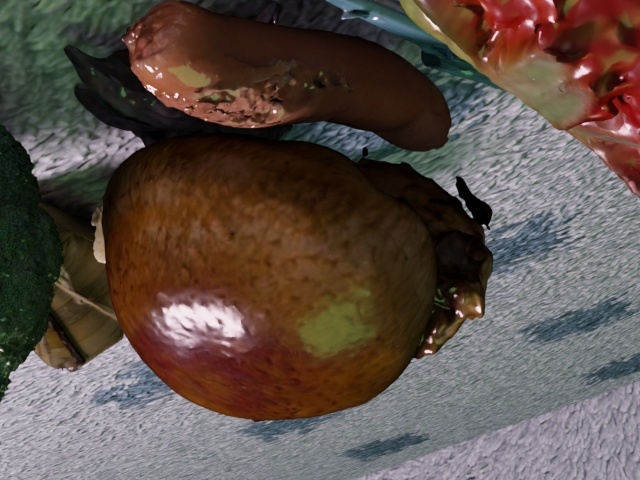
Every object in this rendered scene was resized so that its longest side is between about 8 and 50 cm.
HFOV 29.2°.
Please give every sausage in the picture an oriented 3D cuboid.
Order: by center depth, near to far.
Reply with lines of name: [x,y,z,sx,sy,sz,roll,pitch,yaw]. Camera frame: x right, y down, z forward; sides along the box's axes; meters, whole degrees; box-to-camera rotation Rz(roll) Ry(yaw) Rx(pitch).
sausage: [-0.004,-0.104,0.814,0.078,0.078,0.304,-31,161,34]

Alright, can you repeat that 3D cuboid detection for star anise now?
star anise: [-0.078,-0.107,0.870,0.181,0.061,0.204,-22,158,16]

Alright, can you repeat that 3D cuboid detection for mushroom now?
mushroom: [-0.017,0.027,0.869,0.283,0.195,0.263,-5,148,6]

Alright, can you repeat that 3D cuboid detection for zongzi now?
zongzi: [-0.191,0.008,1.071,0.197,0.099,0.194,-37,153,-14]

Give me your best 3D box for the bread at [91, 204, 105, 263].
bread: [-0.098,-0.021,1.052,0.139,0.060,0.178,-46,150,10]

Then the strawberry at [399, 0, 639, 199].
strawberry: [0.191,-0.203,0.582,0.292,0.292,0.343,10,127,-51]

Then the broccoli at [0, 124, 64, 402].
broccoli: [-0.310,0.015,0.818,0.270,0.269,0.270,11,168,20]

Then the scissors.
scissors: [0.102,-0.132,0.817,0.180,0.032,0.393,9,-178,30]
